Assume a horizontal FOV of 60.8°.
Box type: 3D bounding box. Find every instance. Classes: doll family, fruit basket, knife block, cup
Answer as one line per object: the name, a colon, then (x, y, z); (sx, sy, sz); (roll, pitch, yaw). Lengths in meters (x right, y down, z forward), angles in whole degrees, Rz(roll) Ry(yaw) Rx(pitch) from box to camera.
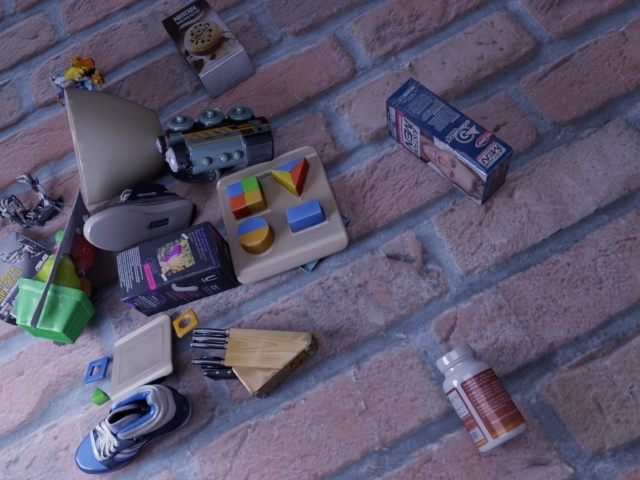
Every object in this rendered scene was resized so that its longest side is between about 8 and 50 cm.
doll family: (-0.800, -0.521, 1.814); (0.163, 0.118, 0.263); (-27, 65, -2)
fruit basket: (-0.672, 0.080, 1.429); (0.165, 0.327, 0.354); (8, 70, -12)
knife block: (-0.179, 0.262, 1.381); (0.275, 0.088, 0.242); (-40, 67, -7)
cup: (-0.591, -0.284, 1.595); (0.236, 0.331, 0.331); (-12, 63, -24)

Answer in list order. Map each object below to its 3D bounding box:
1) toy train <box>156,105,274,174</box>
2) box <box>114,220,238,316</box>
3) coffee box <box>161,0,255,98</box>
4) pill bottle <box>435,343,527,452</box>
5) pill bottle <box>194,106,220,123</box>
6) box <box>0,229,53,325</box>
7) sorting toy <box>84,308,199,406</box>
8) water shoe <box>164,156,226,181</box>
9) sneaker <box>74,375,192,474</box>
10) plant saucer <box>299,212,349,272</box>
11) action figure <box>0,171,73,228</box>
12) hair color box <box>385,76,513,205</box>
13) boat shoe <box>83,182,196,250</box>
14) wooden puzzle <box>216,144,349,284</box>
toy train: (-0.289, -0.281, 1.552); (0.333, 0.142, 0.190); (-15, 43, -20)
box: (-0.380, 0.079, 1.454); (0.270, 0.165, 0.144); (-18, 65, 2)
coffee box: (-0.367, -0.630, 1.778); (0.168, 0.119, 0.297); (-35, 66, -4)
pill bottle: (0.354, 0.350, 1.225); (0.121, 0.121, 0.216); (-28, 65, -2)
pill bottle: (-0.355, -0.356, 1.688); (0.120, 0.067, 0.067); (-40, 66, -7)
box: (-0.899, 0.106, 1.600); (0.182, 0.056, 0.231); (25, 74, 19)
sorting toy: (-0.453, 0.305, 1.412); (0.347, 0.047, 0.196); (-30, 40, 5)
water shoe: (-0.376, -0.221, 1.646); (0.203, 0.073, 0.080); (15, 39, 21)
sneaker: (-0.479, 0.438, 1.281); (0.322, 0.236, 0.130); (-27, 65, -2)
plant saucer: (0.000, 0.000, 1.498); (0.067, 0.018, 0.192); (32, 76, 21)
action figure: (-0.898, -0.108, 1.642); (0.275, 0.141, 0.164); (-6, 41, 12)
hair color box: (0.335, -0.265, 1.461); (0.105, 0.174, 0.347); (-43, 66, -8)
boat shoe: (-0.517, -0.074, 1.492); (0.158, 0.340, 0.127); (32, 115, 27)
wooden puzzle: (-0.120, -0.088, 1.511); (0.321, 0.080, 0.348); (-20, 62, 3)
